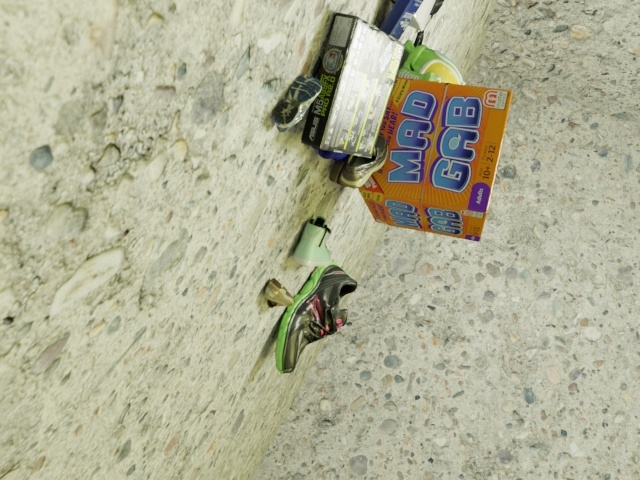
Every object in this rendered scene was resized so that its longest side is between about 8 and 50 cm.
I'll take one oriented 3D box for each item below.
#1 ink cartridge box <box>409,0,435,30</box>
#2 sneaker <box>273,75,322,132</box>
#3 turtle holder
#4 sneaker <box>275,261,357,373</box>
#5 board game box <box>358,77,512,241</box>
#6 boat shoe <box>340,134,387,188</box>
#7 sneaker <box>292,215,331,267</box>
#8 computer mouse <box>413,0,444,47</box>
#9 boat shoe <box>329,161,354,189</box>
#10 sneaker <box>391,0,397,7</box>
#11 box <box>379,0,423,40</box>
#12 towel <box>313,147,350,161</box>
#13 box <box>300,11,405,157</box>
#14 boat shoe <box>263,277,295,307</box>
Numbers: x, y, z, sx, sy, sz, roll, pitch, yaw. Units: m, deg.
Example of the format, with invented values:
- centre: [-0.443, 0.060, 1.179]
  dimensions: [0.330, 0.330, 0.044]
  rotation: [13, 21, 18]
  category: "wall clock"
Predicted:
- centre: [0.295, -0.722, 1.442]
  dimensions: [0.189, 0.066, 0.232]
  rotation: [-66, 172, 11]
  category: "ink cartridge box"
- centre: [-0.047, -0.266, 1.000]
  dimensions: [0.135, 0.052, 0.058]
  rotation: [-51, 174, -20]
  category: "sneaker"
- centre: [0.356, -0.524, 1.686]
  dimensions: [0.243, 0.227, 0.320]
  rotation: [-60, 168, -11]
  category: "turtle holder"
- centre: [-0.012, 0.283, 1.883]
  dimensions: [0.483, 0.202, 0.185]
  rotation: [-57, 165, -29]
  category: "sneaker"
- centre: [0.354, -0.235, 1.567]
  dimensions: [0.356, 0.356, 0.356]
  rotation: [43, 60, -71]
  category: "board game box"
- centre: [0.124, -0.222, 1.336]
  dimensions: [0.223, 0.080, 0.073]
  rotation: [-52, 163, -39]
  category: "boat shoe"
- centre: [0.000, 0.000, 1.615]
  dimensions: [0.256, 0.094, 0.151]
  rotation: [-9, 122, -76]
  category: "sneaker"
- centre: [0.354, -0.742, 1.698]
  dimensions: [0.071, 0.041, 0.242]
  rotation: [-37, 159, -45]
  category: "computer mouse"
- centre: [0.124, -0.212, 1.655]
  dimensions: [0.307, 0.104, 0.111]
  rotation: [-37, 151, -65]
  category: "boat shoe"
- centre: [0.186, -0.608, 1.258]
  dimensions: [0.098, 0.038, 0.069]
  rotation: [-47, 159, -52]
  category: "sneaker"
- centre: [0.199, -0.563, 1.302]
  dimensions: [0.225, 0.036, 0.136]
  rotation: [-54, 175, 29]
  category: "box"
- centre: [0.072, -0.318, 1.331]
  dimensions: [0.308, 0.076, 0.228]
  rotation: [-21, 129, -71]
  category: "towel"
- centre: [0.075, -0.326, 1.120]
  dimensions: [0.216, 0.060, 0.270]
  rotation: [-6, 116, -55]
  category: "box"
- centre: [-0.131, 0.169, 1.516]
  dimensions: [0.072, 0.068, 0.190]
  rotation: [-49, 155, -9]
  category: "boat shoe"
